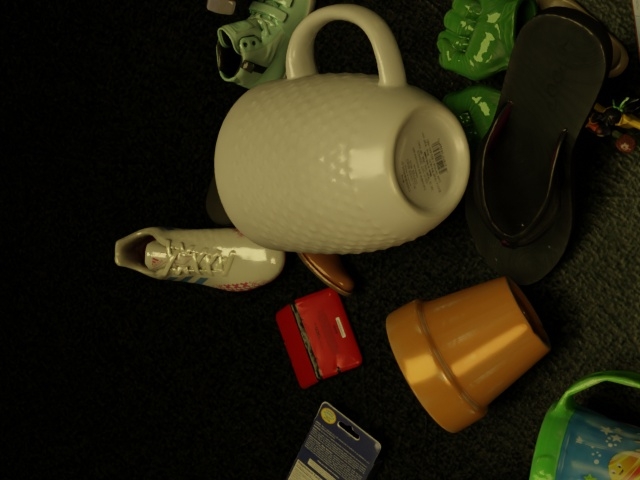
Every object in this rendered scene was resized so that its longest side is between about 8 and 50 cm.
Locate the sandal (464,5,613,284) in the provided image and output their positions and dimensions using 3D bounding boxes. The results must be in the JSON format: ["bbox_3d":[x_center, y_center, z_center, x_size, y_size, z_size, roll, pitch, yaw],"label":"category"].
[{"bbox_3d":[0.282,-0.110,1.592,0.168,0.107,0.445,23,132,23],"label":"sandal"}]

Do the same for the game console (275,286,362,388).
[{"bbox_3d":[-0.004,0.168,1.954,0.124,0.085,0.144,-21,80,2],"label":"game console"}]

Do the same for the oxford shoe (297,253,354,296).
[{"bbox_3d":[0.000,0.000,1.908,0.076,0.076,0.212,-41,70,19],"label":"oxford shoe"}]

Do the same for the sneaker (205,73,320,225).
[{"bbox_3d":[-0.125,-0.157,1.941,0.122,0.146,0.330,47,118,21],"label":"sneaker"}]

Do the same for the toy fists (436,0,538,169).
[{"bbox_3d":[0.242,-0.237,1.696,0.142,0.096,0.279,8,109,40],"label":"toy fists"}]

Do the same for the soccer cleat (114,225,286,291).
[{"bbox_3d":[-0.221,0.034,2.016,0.331,0.143,0.116,2,94,34],"label":"soccer cleat"}]

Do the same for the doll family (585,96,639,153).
[{"bbox_3d":[0.391,-0.179,1.602,0.193,0.111,0.076,27,107,31],"label":"doll family"}]

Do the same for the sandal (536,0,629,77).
[{"bbox_3d":[0.366,-0.300,1.649,0.180,0.049,0.072,44,115,25],"label":"sandal"}]

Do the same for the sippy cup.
[{"bbox_3d":[0.418,0.350,1.563,0.224,0.240,0.305,6,135,24],"label":"sippy cup"}]

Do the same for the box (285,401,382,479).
[{"bbox_3d":[0.018,0.398,1.938,0.136,0.036,0.225,35,113,27],"label":"box"}]

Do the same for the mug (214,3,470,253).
[{"bbox_3d":[0.042,-0.162,1.696,0.328,0.276,0.374,3,102,49],"label":"mug"}]

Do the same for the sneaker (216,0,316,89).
[{"bbox_3d":[-0.094,-0.375,1.900,0.094,0.151,0.255,20,103,34],"label":"sneaker"}]

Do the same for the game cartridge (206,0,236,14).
[{"bbox_3d":[-0.130,-0.574,1.849,0.230,0.068,0.355,-105,28,-55],"label":"game cartridge"}]

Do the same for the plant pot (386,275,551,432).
[{"bbox_3d":[0.231,0.153,1.695,0.188,0.205,0.205,-31,75,16],"label":"plant pot"}]

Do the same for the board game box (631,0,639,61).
[{"bbox_3d":[0.504,-0.322,1.567,0.145,0.027,0.281,-8,88,36],"label":"board game box"}]
